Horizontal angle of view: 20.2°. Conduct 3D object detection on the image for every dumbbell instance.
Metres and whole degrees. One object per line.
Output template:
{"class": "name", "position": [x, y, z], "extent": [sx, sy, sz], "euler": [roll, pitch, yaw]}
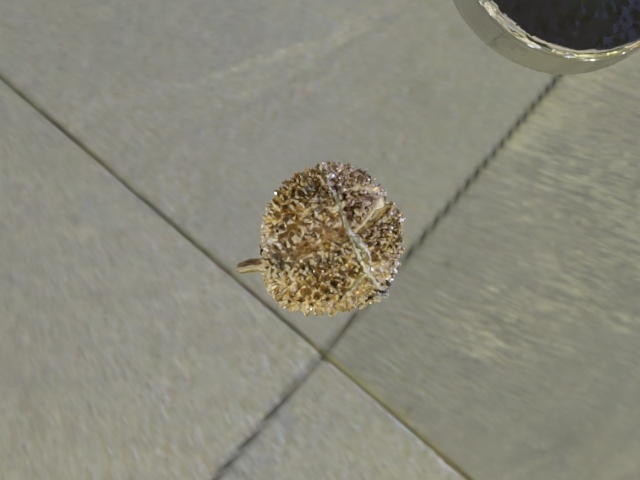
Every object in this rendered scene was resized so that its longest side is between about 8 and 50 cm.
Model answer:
{"class": "dumbbell", "position": [0.219, -0.249, 1.318], "extent": [0.204, 0.322, 0.203], "euler": [1, 83, -9]}

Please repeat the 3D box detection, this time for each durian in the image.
{"class": "durian", "position": [0.000, 0.000, 0.922], "extent": [0.091, 0.080, 0.080], "euler": [-12, 101, -1]}
